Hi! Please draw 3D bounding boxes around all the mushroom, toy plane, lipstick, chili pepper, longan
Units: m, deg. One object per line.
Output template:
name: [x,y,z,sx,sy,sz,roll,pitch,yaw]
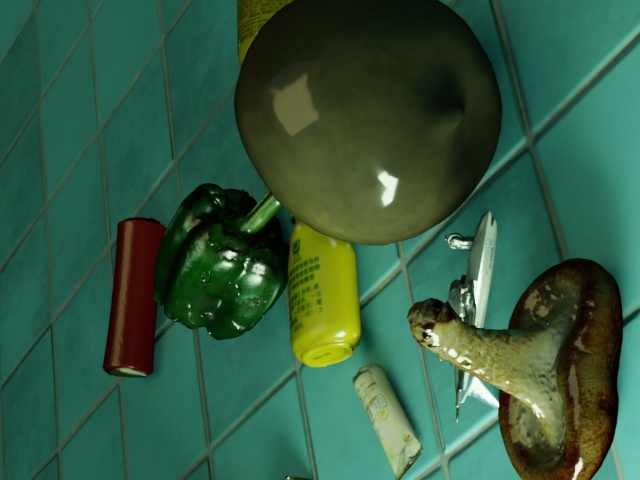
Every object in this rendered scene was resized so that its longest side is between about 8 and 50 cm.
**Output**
mushroom: [0.167,0.117,1.439,0.148,0.218,0.227,-23,60,55]
toy plane: [0.151,0.074,1.562,0.226,0.058,0.226,-70,-23,-63]
lipstick: [-0.282,0.087,2.371,0.080,0.080,0.241,-18,64,57]
chili pepper: [-0.114,-0.001,2.033,0.261,0.165,0.174,-59,23,27]
longan: [0.049,-0.133,1.654,0.297,0.297,0.297,-29,55,53]

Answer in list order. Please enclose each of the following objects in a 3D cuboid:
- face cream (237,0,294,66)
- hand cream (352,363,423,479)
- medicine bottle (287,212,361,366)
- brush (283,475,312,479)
face cream: [-0.062,-0.335,2.115,0.105,0.105,0.348,-33,52,51]
hand cream: [0.074,0.202,1.760,0.061,0.039,0.143,-56,41,30]
medicine bottle: [0.000,0.000,1.915,0.111,0.076,0.309,-30,55,45]
brush: [-0.043,0.409,1.880,0.036,0.043,0.248,8,86,53]
